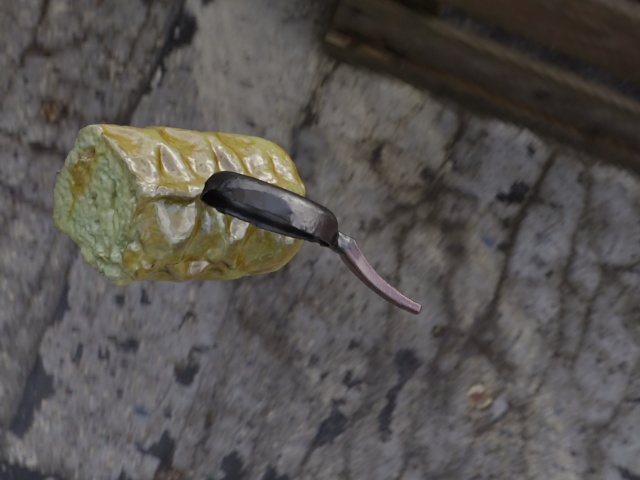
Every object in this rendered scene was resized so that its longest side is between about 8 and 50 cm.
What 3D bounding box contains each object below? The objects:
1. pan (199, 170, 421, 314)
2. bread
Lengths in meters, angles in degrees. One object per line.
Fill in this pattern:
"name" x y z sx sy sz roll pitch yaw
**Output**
"pan" 0.002 -0.003 1.344 0.212 0.115 0.040 30 83 -18
"bread" -0.121 -0.034 1.630 0.267 0.130 0.152 0 92 -47
